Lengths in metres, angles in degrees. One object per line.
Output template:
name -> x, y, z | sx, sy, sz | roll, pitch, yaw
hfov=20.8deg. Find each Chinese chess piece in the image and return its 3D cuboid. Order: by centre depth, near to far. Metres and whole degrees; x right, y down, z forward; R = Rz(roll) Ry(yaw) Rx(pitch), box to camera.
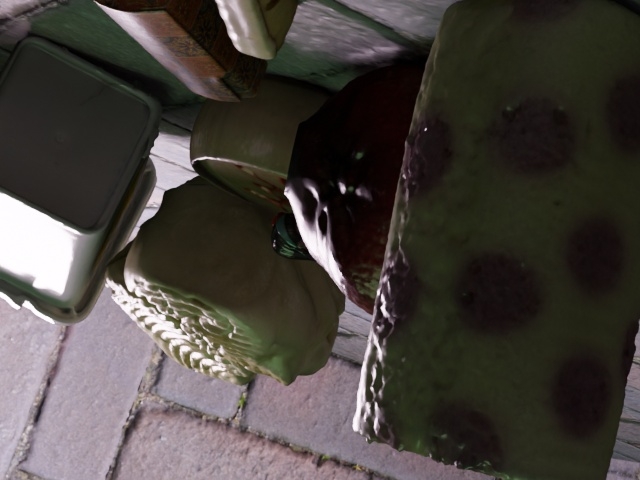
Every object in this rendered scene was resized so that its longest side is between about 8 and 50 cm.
Chinese chess piece -> -0.009, -0.080, 1.772 | 0.249, 0.103, 0.250 | 20, 170, 4

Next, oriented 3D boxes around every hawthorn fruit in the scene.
hawthorn fruit -> 0.099, -0.028, 1.527 | 0.266, 0.210, 0.230 | 27, -177, -41

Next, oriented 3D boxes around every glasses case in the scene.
glasses case -> -0.122, -0.184, 1.552 | 0.075, 0.049, 0.218 | 15, 170, 22

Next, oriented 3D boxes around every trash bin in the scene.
trash bin -> -0.336, -0.084, 1.994 | 0.296, 0.256, 0.367 | 29, 162, -7

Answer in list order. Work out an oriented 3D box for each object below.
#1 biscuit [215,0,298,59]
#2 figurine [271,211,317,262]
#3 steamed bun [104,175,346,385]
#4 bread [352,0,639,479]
biscuit -> -0.053, -0.191, 1.359 | 0.052, 0.056, 0.188 | 17, 171, 9
figurine -> 0.000, 0.000, 1.767 | 0.106, 0.047, 0.060 | 15, -154, 0
steamed bun -> -0.094, 0.038, 1.989 | 0.276, 0.203, 0.289 | 24, 162, 23
bread -> 0.136, -0.001, 1.240 | 0.155, 0.338, 0.187 | 17, 173, -30
